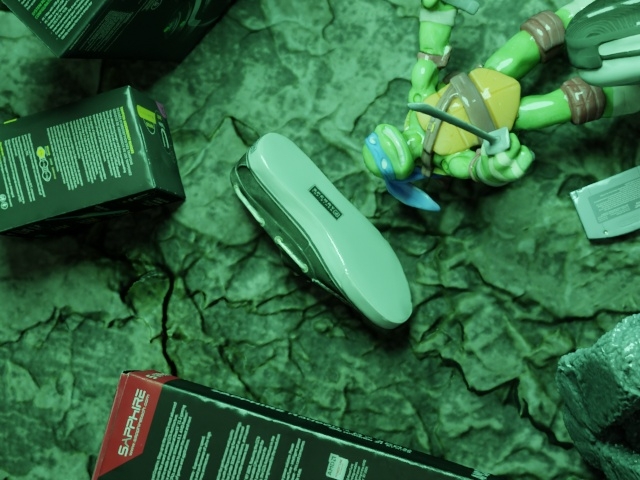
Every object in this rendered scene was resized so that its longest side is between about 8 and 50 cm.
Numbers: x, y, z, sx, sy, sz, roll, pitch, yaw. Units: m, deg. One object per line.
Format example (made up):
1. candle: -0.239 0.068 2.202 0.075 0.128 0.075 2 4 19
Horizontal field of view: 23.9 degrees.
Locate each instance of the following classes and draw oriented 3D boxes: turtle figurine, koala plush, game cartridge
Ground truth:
1. turtle figurine: 0.161 -0.152 1.326 0.266 0.198 0.275 -22 125 -10
2. koala plush: 0.340 0.126 1.327 0.221 0.203 0.196 -27 91 -15
3. game cartridge: 0.281 -0.034 1.408 0.083 0.017 0.056 -21 80 7

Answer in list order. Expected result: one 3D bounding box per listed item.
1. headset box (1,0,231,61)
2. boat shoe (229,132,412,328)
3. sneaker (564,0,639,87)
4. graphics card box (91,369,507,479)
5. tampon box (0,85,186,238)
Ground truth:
1. headset box: -0.139 -0.291 1.354 0.131 0.283 0.246 45 108 9
2. boat shoe: 0.000 0.000 1.428 0.219 0.078 0.070 52 129 5
3. sneaker: 0.434 -0.104 1.263 0.447 0.169 0.257 -6 109 1
4. graphics card box: -0.033 0.279 1.398 0.371 0.094 0.233 15 89 11
5. tampon box: -0.227 -0.072 1.438 0.161 0.120 0.101 -15 85 8
